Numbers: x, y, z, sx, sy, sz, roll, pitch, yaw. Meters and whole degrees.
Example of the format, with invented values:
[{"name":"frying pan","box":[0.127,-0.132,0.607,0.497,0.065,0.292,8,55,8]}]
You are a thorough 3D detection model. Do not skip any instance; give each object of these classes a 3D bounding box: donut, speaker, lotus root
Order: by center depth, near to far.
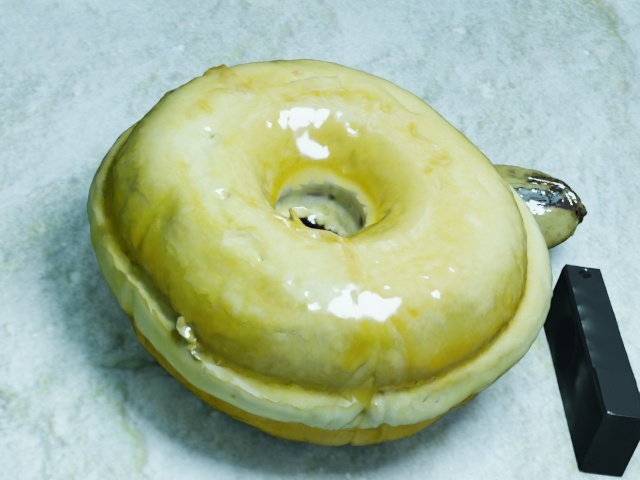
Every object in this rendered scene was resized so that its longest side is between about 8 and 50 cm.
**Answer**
[{"name":"donut","box":[0.000,0.000,1.546,0.449,0.198,0.449,6,46,-6]},{"name":"speaker","box":[0.267,0.123,1.603,0.044,0.082,0.218,7,39,-11]},{"name":"lotus root","box":[0.157,-0.036,1.757,0.258,0.097,0.110,9,33,4]}]
